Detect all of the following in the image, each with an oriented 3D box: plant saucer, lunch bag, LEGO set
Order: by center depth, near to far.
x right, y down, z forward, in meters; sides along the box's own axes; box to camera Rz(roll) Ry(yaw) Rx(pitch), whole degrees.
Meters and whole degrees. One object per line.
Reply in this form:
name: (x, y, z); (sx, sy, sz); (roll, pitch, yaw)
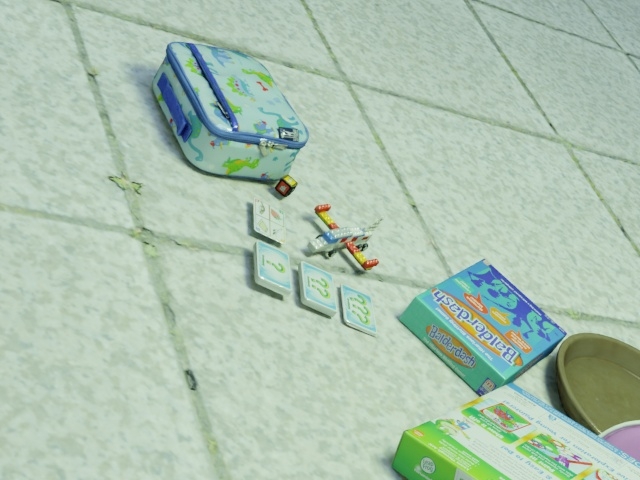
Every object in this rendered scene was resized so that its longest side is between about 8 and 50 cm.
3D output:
LEGO set: (0.000, 0.000, 1.724); (0.182, 0.060, 0.244); (26, 30, -21)
plant saucer: (0.431, 0.238, 1.811); (0.278, 0.041, 0.278); (24, 32, -16)
lunch bag: (-0.129, -0.179, 1.825); (0.176, 0.090, 0.219); (7, 39, -34)

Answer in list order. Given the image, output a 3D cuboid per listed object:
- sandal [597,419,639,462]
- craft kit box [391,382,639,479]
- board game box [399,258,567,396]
sandal: (0.506, 0.333, 1.558); (0.416, 0.102, 0.169); (30, 72, 20)
craft kit box: (0.250, 0.270, 1.514); (0.250, 0.061, 0.246); (32, 23, 30)
board game box: (0.221, 0.115, 1.777); (0.160, 0.047, 0.210); (43, 32, 15)
